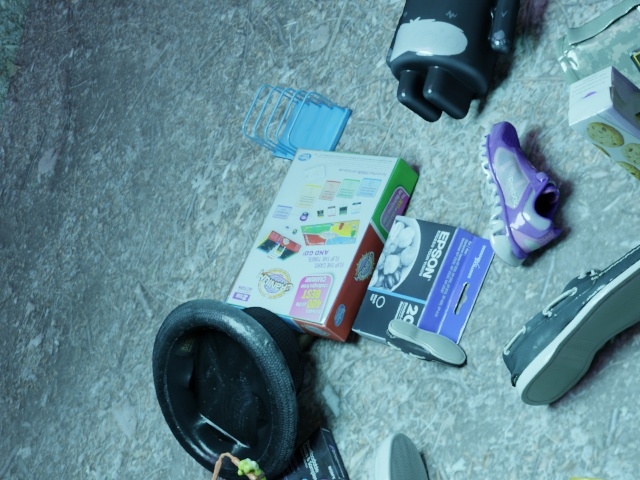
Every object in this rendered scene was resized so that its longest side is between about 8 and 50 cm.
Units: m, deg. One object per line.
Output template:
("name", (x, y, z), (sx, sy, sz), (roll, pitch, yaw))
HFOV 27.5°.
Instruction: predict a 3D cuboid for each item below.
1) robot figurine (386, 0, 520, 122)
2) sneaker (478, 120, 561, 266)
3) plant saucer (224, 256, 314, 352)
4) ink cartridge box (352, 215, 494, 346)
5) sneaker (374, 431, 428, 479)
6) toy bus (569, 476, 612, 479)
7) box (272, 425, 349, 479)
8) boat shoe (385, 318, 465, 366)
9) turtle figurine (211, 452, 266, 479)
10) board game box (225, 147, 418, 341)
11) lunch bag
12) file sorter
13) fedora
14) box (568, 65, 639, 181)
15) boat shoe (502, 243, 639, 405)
("robot figurine", (0.214, -0.335, 2.145), (0.209, 0.173, 0.278), (13, 73, 9))
("sneaker", (0.303, -0.079, 1.942), (0.104, 0.095, 0.236), (-24, 55, 31))
("plant saucer", (-0.074, 0.109, 2.313), (0.278, 0.041, 0.278), (-28, 48, 37))
("ink cartridge box", (0.160, 0.072, 2.049), (0.208, 0.045, 0.206), (12, 77, 51))
("sneaker", (0.074, 0.429, 1.868), (0.169, 0.108, 0.292), (-28, 49, 33))
("toy bus", (0.333, 0.385, 1.582), (0.191, 0.104, 0.202), (-48, 38, 18))
("box", (-0.028, 0.389, 2.084), (0.162, 0.029, 0.116), (-46, 39, 19))
("boat shoe", (0.156, 0.161, 1.961), (0.046, 0.125, 0.038), (-58, -13, -52))
("turtle figurine", (-0.051, 0.447, 2.001), (0.217, 0.087, 0.269), (-6, 98, 36))
("board game box", (0.000, 0.000, 2.212), (0.242, 0.064, 0.316), (10, 68, 43))
("lunch bag", (0.467, -0.223, 1.661), (0.235, 0.287, 0.169), (-30, 46, 35))
("file sorter", (-0.050, -0.219, 2.443), (0.170, 0.104, 0.118), (17, 82, 53))
("fedora", (-0.123, 0.229, 2.146), (0.334, 0.152, 0.334), (18, 122, 32))
("box", (0.424, -0.100, 1.600), (0.067, 0.324, 0.063), (-22, 48, 41))
("boat shoe", (0.354, 0.090, 1.742), (0.302, 0.114, 0.091), (-45, 45, 20))
